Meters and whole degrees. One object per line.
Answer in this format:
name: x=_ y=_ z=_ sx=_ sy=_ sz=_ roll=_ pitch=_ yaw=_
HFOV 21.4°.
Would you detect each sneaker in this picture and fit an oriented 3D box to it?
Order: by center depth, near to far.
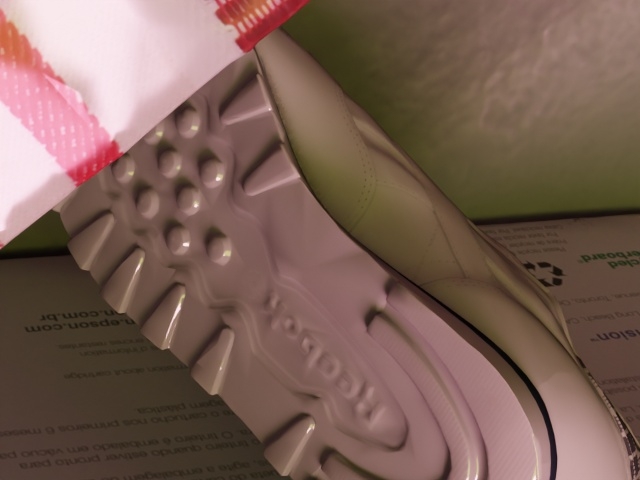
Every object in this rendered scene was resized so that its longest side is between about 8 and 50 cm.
sneaker: x=0.000 y=0.000 z=0.498 sx=0.094 sy=0.235 sz=0.090 roll=-3 pitch=140 yaw=-52

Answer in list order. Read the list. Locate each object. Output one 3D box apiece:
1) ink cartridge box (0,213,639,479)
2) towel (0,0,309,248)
ink cartridge box: x=0.054 y=0.103 z=0.511 sx=0.324 sy=0.330 sz=0.071 roll=-3 pitch=122 yaw=-24
towel: x=-0.054 y=-0.145 z=0.320 sx=0.329 sy=0.037 sz=0.237 roll=-39 pitch=125 yaw=0
